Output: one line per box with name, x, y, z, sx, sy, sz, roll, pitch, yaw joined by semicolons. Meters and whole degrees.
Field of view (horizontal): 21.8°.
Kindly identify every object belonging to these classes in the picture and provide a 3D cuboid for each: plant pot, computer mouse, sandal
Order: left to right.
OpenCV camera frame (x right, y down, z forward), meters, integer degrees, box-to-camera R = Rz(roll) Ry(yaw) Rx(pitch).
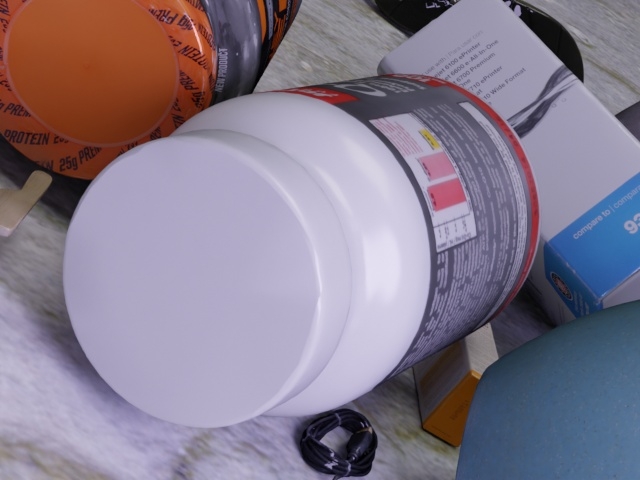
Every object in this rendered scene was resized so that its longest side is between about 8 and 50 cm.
computer mouse;0.013;0.163;1.048;0.071;0.041;0.242;36;22;-8
sandal;0.198;-0.261;2.030;0.303;0.120;0.086;35;9;-10
plant pot;0.196;0.164;1.091;0.195;0.290;0.290;7;17;16

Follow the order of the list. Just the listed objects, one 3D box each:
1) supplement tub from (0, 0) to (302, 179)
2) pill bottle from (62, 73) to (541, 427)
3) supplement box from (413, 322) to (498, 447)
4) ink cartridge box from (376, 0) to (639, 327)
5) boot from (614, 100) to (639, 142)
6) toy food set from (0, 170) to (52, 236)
supplement tub;-0.130;-0.177;1.239;0.207;0.207;0.338;37;23;-7
pill bottle;0.000;0.000;1.108;0.210;0.210;0.363;45;23;12
supplement box;0.106;0.103;1.273;0.036;0.062;0.098;31;25;-19
ink cartridge box;0.205;-0.051;1.514;0.307;0.129;0.223;51;-5;24
boot;0.407;-0.062;1.734;0.118;0.223;0.338;44;-4;39
toy food set;-0.268;-0.050;1.024;0.192;0.038;0.132;27;18;-2
